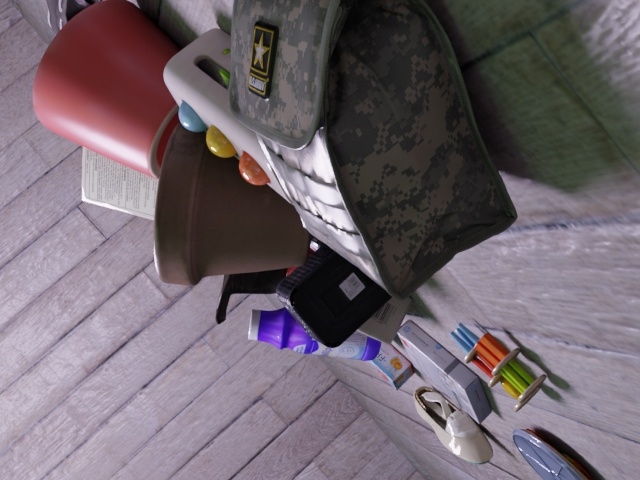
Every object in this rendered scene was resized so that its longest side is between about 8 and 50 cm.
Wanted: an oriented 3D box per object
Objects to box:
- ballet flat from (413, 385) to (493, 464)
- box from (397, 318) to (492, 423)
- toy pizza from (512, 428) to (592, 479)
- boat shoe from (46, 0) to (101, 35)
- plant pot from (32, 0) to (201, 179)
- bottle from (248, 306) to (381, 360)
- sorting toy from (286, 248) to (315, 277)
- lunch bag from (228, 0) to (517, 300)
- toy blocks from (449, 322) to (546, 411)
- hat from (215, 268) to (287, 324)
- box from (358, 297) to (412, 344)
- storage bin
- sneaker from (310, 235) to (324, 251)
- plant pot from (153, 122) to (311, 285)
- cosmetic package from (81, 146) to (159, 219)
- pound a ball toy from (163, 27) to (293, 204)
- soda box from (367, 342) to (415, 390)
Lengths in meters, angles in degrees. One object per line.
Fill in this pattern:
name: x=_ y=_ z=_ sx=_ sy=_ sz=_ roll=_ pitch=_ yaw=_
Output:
ballet flat: x=0.277 y=0.386 z=1.825 sx=0.086 sy=0.086 sz=0.248 roll=55 pitch=168 yaw=-32
box: x=0.231 y=0.246 z=1.595 sx=0.186 sy=0.038 sz=0.145 roll=38 pitch=165 yaw=40
toy pizza: x=0.402 y=0.382 z=1.416 sx=0.201 sy=0.032 sz=0.201 roll=45 pitch=168 yaw=12
boat shoe: x=-0.514 y=-0.480 z=1.802 sx=0.095 sy=0.112 sz=0.335 roll=51 pitch=167 yaw=10
plant pot: x=-0.325 y=-0.252 z=1.517 sx=0.243 sy=0.275 sz=0.275 roll=35 pitch=166 yaw=16
bottle: x=-0.012 y=0.197 z=1.835 sx=0.283 sy=0.092 sz=0.118 roll=7 pitch=156 yaw=-5
sorting toy: x=-0.013 y=0.082 z=1.885 sx=0.365 sy=0.127 sz=0.126 roll=72 pitch=177 yaw=-61
lunch bag: x=0.023 y=-0.122 z=0.795 sx=0.235 sy=0.169 sz=0.287 roll=37 pitch=157 yaw=60
toy blocks: x=0.246 y=0.168 z=1.217 sx=0.148 sy=0.054 sz=0.123 roll=45 pitch=169 yaw=21
hat: x=-0.128 y=0.026 z=1.812 sx=0.134 sy=0.331 sz=0.331 roll=12 pitch=171 yaw=-6
box: x=0.061 y=0.114 z=1.583 sx=0.113 sy=0.094 sz=0.275 roll=29 pitch=175 yaw=-16
storage bin: x=0.034 y=0.072 z=1.379 sx=0.122 sy=0.180 sz=0.084 roll=51 pitch=170 yaw=-14
sneaker: x=0.000 y=0.000 z=1.564 sx=0.178 sy=0.072 sz=0.077 roll=42 pitch=170 yaw=37
plant pot: x=-0.126 y=-0.050 z=1.360 sx=0.229 sy=0.263 sz=0.263 roll=6 pitch=164 yaw=2
cosmetic package: x=-0.309 y=-0.130 z=1.690 sx=0.296 sy=0.129 sz=0.153 roll=16 pitch=125 yaw=2
pound a ball toy: x=-0.077 y=-0.134 z=1.215 sx=0.319 sy=0.136 sz=0.208 roll=41 pitch=167 yaw=35
soda box: x=0.133 y=0.259 z=1.968 sx=0.183 sy=0.063 sz=0.058 roll=41 pitch=167 yaw=32
